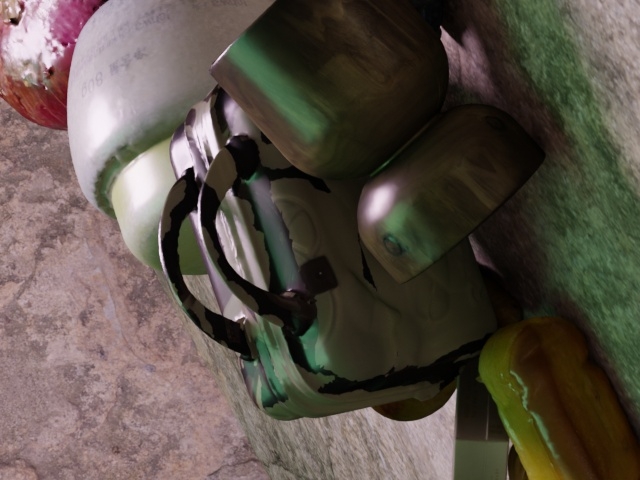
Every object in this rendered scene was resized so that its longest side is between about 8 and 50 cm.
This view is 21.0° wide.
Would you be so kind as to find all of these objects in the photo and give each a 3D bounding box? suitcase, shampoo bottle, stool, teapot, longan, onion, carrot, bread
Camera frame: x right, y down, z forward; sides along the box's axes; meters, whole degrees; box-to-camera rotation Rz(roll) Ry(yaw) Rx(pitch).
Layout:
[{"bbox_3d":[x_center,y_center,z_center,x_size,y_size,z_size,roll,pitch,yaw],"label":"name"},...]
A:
[{"bbox_3d":[0.000,0.000,1.699,0.194,0.339,0.351,-30,74,41],"label":"suitcase"},{"bbox_3d":[-0.134,-0.143,1.999,0.322,0.322,0.317,99,153,-67],"label":"shampoo bottle"},{"bbox_3d":[0.050,-0.116,1.555,0.264,0.179,0.179,48,166,-2],"label":"stool"},{"bbox_3d":[0.086,-0.221,1.619,0.063,0.049,0.083,46,159,28],"label":"teapot"},{"bbox_3d":[0.091,0.138,2.033,0.155,0.176,0.145,39,131,11],"label":"longan"},{"bbox_3d":[-0.304,-0.309,2.455,0.385,0.348,0.348,22,-155,-52],"label":"onion"},{"bbox_3d":[0.153,0.056,1.869,0.298,0.078,0.078,28,143,62],"label":"carrot"},{"bbox_3d":[0.246,0.189,1.687,0.245,0.102,0.094,65,155,-3],"label":"bread"}]

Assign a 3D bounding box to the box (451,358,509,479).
[{"bbox_3d":[0.170,0.199,1.831,0.201,0.058,0.141,-77,-11,-57],"label":"box"}]

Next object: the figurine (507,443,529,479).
[{"bbox_3d":[0.238,0.202,1.827,0.083,0.083,0.187,49,151,44],"label":"figurine"}]
